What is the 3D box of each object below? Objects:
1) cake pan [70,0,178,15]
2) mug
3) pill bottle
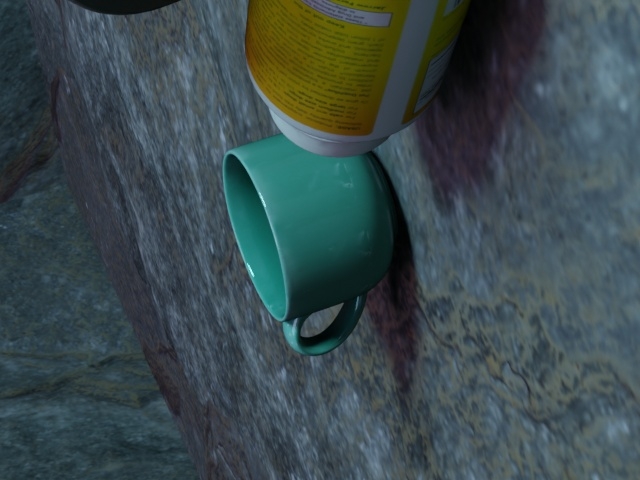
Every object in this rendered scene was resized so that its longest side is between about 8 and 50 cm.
[{"bbox_3d":[-0.055,-0.226,0.680,0.054,0.293,0.293,40,154,17],"label":"cake pan"},{"bbox_3d":[-0.003,-0.009,1.047,0.158,0.097,0.129,93,155,-55],"label":"mug"},{"bbox_3d":[0.020,-0.131,0.775,0.215,0.117,0.117,104,145,-63],"label":"pill bottle"}]
